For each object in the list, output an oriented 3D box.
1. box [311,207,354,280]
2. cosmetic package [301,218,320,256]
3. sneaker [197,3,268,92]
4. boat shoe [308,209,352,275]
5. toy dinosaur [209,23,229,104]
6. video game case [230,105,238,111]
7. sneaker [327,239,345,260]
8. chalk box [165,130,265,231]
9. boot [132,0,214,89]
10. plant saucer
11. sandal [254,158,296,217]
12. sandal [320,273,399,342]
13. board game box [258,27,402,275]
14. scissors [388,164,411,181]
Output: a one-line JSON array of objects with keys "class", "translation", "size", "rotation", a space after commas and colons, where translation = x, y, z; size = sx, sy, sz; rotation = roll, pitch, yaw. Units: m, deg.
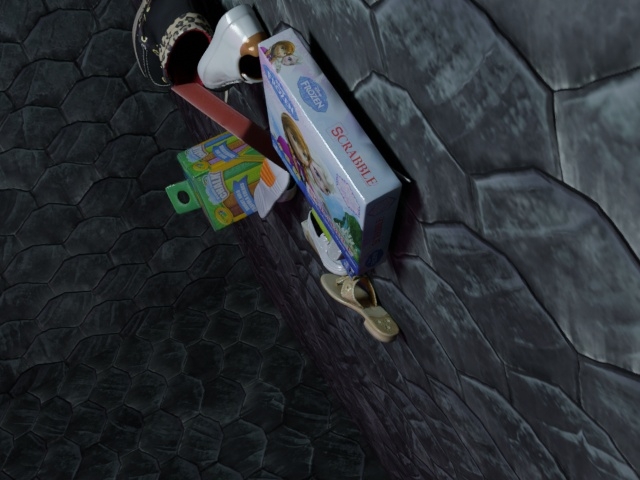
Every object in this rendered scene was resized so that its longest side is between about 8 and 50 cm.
[{"class": "box", "translation": [0.041, -0.011, 1.501], "size": [0.178, 0.042, 0.109], "rotation": [60, 170, 13]}, {"class": "cosmetic package", "translation": [0.000, 0.000, 1.727], "size": [0.115, 0.041, 0.060], "rotation": [52, 165, 43]}, {"class": "sneaker", "translation": [-0.169, -0.346, 1.434], "size": [0.123, 0.106, 0.290], "rotation": [55, 160, 1]}, {"class": "boat shoe", "translation": [0.020, -0.001, 1.597], "size": [0.063, 0.066, 0.184], "rotation": [73, 174, -50]}, {"class": "toy dinosaur", "translation": [-0.275, -0.467, 1.773], "size": [0.118, 0.064, 0.268], "rotation": [-68, -40, -83]}, {"class": "video game case", "translation": [-0.218, -0.304, 2.080], "size": [0.119, 0.015, 0.166], "rotation": [48, 162, 54]}, {"class": "sneaker", "translation": [0.072, -0.009, 1.372], "size": [0.134, 0.070, 0.051], "rotation": [-52, 55, 46]}, {"class": "chalk box", "translation": [-0.263, -0.160, 1.903], "size": [0.179, 0.289, 0.180], "rotation": [48, 162, 54]}, {"class": "boot", "translation": [-0.335, -0.440, 1.638], "size": [0.377, 0.138, 0.284], "rotation": [-62, 39, 46]}, {"class": "plant saucer", "translation": [-0.165, -0.243, 1.552], "size": [0.258, 0.048, 0.259], "rotation": [38, -176, 34]}, {"class": "sandal", "translation": [-0.104, -0.139, 1.765], "size": [0.102, 0.076, 0.265], "rotation": [68, 157, 12]}, {"class": "sandal", "translation": [0.095, 0.115, 1.542], "size": [0.240, 0.088, 0.079], "rotation": [45, 130, 38]}, {"class": "board game box", "translation": [0.011, -0.131, 1.181], "size": [0.319, 0.066, 0.318], "rotation": [57, 169, 19]}, {"class": "scissors", "translation": [0.063, -0.144, 1.122], "size": [0.109, 0.021, 0.297], "rotation": [66, 170, -14]}]
